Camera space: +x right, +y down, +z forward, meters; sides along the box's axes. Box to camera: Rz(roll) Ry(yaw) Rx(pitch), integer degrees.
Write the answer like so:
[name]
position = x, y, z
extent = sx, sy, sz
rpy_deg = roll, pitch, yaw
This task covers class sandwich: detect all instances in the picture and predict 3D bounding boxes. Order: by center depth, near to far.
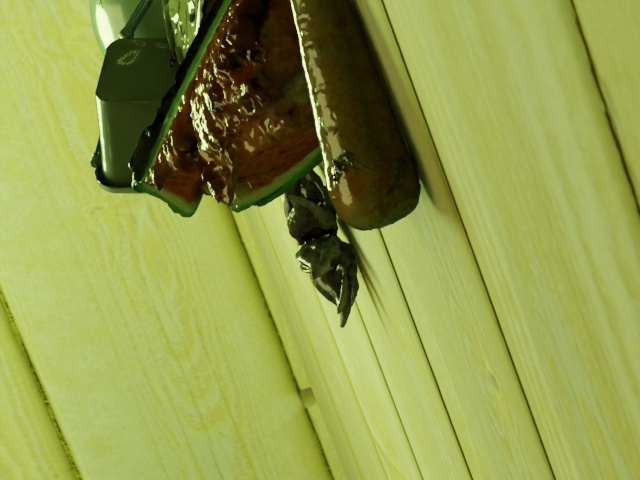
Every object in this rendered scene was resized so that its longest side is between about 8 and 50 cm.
[sandwich]
position = -0.044, -0.132, 1.769
extent = 0.162, 0.250, 0.301
rpy_deg = 25, 174, -14

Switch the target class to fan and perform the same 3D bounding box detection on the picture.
[fan]
position = -0.185, -0.318, 2.296
extent = 0.016, 0.193, 0.038
rpy_deg = 38, -166, 18

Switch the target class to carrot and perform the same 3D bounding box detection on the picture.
[carrot]
position = 0.009, -0.153, 1.566
extent = 0.078, 0.078, 0.298
rpy_deg = -176, 68, -84

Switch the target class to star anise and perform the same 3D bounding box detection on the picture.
[star anise]
position = 0.000, 0.000, 2.247
extent = 0.180, 0.061, 0.204
rpy_deg = 25, -133, -80

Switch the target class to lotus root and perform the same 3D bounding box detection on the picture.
[lotus root]
position = -0.125, -0.285, 2.194
extent = 0.203, 0.078, 0.183
rpy_deg = 114, 150, -51

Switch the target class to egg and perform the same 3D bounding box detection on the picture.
[egg]
position = -0.189, -0.266, 2.419
extent = 0.183, 0.183, 0.264
rpy_deg = -123, 12, -65

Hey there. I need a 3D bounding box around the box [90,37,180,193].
[box]
position = -0.156, -0.153, 2.292
extent = 0.163, 0.243, 0.135
rpy_deg = -82, -9, -48
